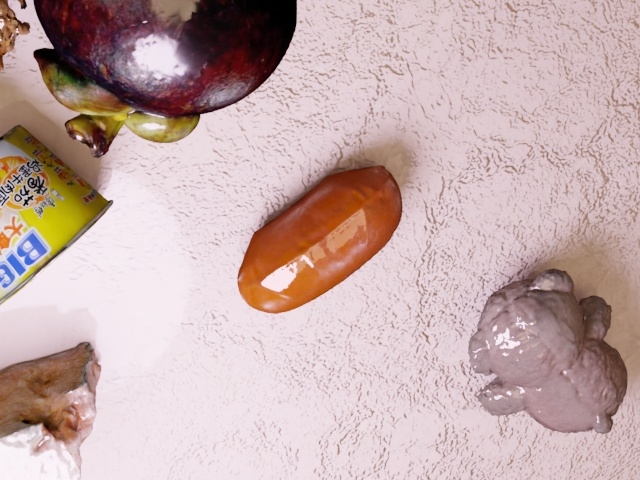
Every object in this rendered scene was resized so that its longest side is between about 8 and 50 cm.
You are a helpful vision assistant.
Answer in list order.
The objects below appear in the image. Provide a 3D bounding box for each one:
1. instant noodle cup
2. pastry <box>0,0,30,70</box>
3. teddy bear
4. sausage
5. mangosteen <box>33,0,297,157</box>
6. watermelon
[{"bbox_3d":[-0.378,-0.033,1.258,0.205,0.205,0.153,-43,101,3],"label":"instant noodle cup"},{"bbox_3d":[-0.453,-0.263,1.124,0.193,0.275,0.274,-5,115,-54],"label":"pastry"},{"bbox_3d":[0.327,0.168,1.485,0.236,0.151,0.267,-46,111,2],"label":"teddy bear"},{"bbox_3d":[0.001,0.001,1.378,0.258,0.133,0.133,-37,111,1],"label":"sausage"},{"bbox_3d":[-0.172,-0.268,1.160,0.330,0.330,0.330,-3,108,-11],"label":"mangosteen"},{"bbox_3d":[-0.415,0.271,1.307,0.302,0.264,0.151,-12,110,-12],"label":"watermelon"}]
